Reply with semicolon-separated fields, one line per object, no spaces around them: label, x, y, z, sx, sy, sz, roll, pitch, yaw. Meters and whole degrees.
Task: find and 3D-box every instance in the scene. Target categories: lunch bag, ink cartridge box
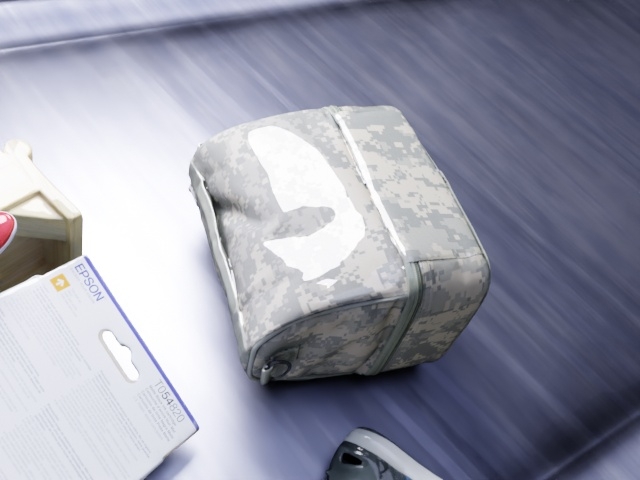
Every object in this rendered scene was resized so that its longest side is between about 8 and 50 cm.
lunch bag;0.000;0.000;0.759;0.256;0.212;0.305;-6;55;-22
ink cartridge box;-0.258;0.153;0.616;0.224;0.045;0.223;-32;88;-44

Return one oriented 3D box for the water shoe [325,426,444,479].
water shoe;0.099;0.278;0.682;0.203;0.073;0.080;33;69;16

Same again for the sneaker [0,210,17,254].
sneaker;-0.313;-0.001;0.564;0.042;0.067;0.118;42;53;10

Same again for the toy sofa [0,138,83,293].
toy sofa;-0.424;0.041;0.632;0.177;0.150;0.362;42;53;12
